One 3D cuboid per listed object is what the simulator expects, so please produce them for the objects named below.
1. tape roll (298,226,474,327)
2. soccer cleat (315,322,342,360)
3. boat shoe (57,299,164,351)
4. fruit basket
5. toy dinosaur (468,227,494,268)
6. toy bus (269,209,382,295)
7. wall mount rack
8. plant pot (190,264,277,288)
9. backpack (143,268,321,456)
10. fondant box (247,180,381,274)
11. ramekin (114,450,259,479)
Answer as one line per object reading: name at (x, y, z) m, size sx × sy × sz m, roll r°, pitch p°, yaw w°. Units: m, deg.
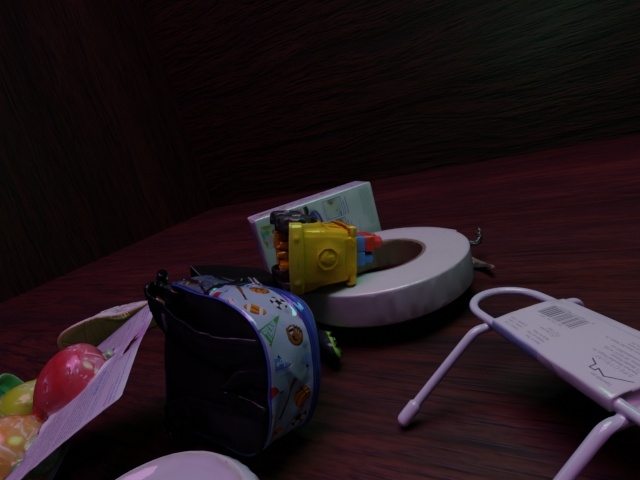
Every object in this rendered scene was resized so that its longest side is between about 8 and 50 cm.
tape roll at (0.135, 0.063, 0.898) m, size 0.392 × 0.072 × 0.392 m, roll -14°, pitch 15°, yaw 4°
soccer cleat at (-0.013, 0.199, 0.784) m, size 0.072 × 0.060 × 0.179 m, roll -30°, pitch 13°, yaw -14°
boat shoe at (-0.572, 0.235, 1.124) m, size 0.277 × 0.098 × 0.096 m, roll -17°, pitch 13°, yaw -40°
fruit basket at (-0.387, 0.260, 0.592) m, size 0.353 × 0.165 × 0.327 m, roll -35°, pitch 18°, yaw -6°
toy dinosaur at (0.343, 0.024, 1.018) m, size 0.118 × 0.064 × 0.268 m, roll -40°, pitch 26°, yaw -24°
toy bus at (0.007, 0.012, 0.824) m, size 0.211 × 0.149 × 0.220 m, roll -5°, pitch 11°, yaw -13°
wall mount rack at (0.262, 0.180, 0.469) m, size 0.304 × 0.130 × 0.350 m, roll -15°, pitch 16°, yaw -10°
plant pot at (-0.179, 0.150, 0.903) m, size 0.167 × 0.188 × 0.187 m, roll -8°, pitch 11°, yaw -27°
backpack at (-0.119, 0.182, 0.620) m, size 0.213 × 0.276 × 0.263 m, roll -12°, pitch 13°, yaw -41°
fondant box at (0.000, 0.000, 1.097) m, size 0.330 × 0.238 × 0.096 m, roll -21°, pitch 17°, yaw -17°
ramekin at (-0.143, 0.319, 0.362) m, size 0.273 × 0.127 × 0.273 m, roll -14°, pitch 16°, yaw 4°
